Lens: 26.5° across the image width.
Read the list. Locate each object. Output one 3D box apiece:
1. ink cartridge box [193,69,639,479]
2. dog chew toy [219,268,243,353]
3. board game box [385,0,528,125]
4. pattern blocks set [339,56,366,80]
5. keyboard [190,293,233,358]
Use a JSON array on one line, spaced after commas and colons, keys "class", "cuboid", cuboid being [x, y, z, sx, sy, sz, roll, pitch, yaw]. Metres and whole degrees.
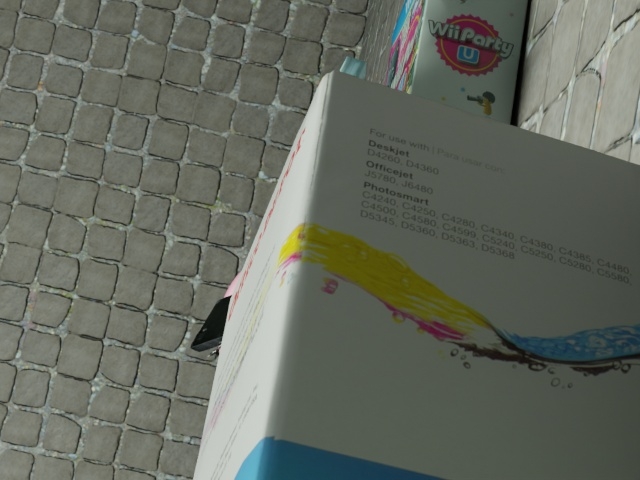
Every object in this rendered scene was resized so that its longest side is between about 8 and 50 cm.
[{"class": "ink cartridge box", "cuboid": [0.051, 0.100, 0.636, 0.198, 0.197, 0.270, 115, 167, -48]}, {"class": "dog chew toy", "cuboid": [-0.005, 0.149, 1.427, 0.332, 0.207, 0.206, -97, 18, -54]}, {"class": "board game box", "cuboid": [0.109, -0.107, 1.244, 0.224, 0.097, 0.303, 111, 171, -65]}, {"class": "pattern blocks set", "cuboid": [0.000, 0.000, 1.195, 0.325, 0.026, 0.285, 81, -150, -69]}, {"class": "keyboard", "cuboid": [-0.067, 0.086, 1.363, 0.192, 0.038, 0.100, -24, 30, 56]}]
